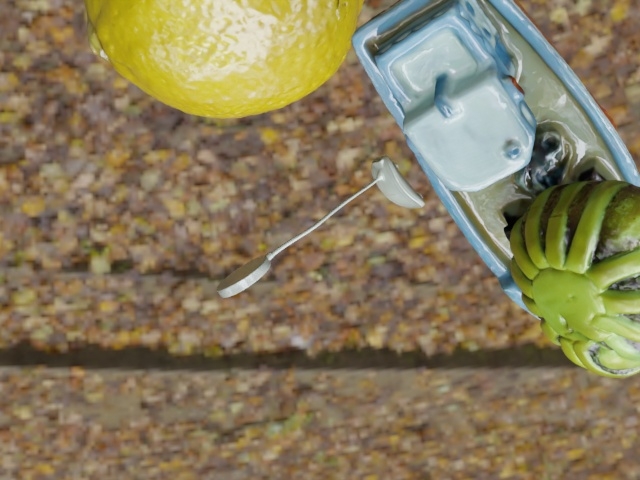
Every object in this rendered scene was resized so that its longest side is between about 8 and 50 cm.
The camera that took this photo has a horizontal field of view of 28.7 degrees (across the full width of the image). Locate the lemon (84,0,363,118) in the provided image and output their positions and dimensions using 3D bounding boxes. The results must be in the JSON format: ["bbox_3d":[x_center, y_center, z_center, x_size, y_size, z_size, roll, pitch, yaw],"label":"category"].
[{"bbox_3d":[-0.093,-0.256,1.257,0.293,0.293,0.293,-7,151,-4],"label":"lemon"}]

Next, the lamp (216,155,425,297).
[{"bbox_3d":[0.000,0.000,1.046,0.198,0.056,0.050,-36,-166,-22],"label":"lamp"}]

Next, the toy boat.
[{"bbox_3d":[0.158,-0.048,0.951,0.145,0.133,0.332,-29,111,25],"label":"toy boat"}]

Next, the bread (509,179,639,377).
[{"bbox_3d":[0.173,0.026,0.766,0.071,0.130,0.139,-33,-173,-26],"label":"bread"}]
